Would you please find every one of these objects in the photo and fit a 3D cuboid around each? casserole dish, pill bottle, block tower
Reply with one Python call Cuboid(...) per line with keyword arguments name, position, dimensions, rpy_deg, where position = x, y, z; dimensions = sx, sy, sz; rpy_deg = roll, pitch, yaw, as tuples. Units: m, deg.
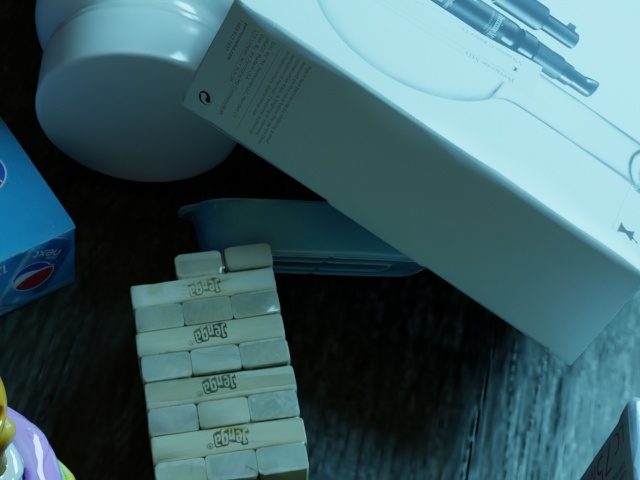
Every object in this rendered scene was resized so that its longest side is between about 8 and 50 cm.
Cuboid(name="casserole dish", position=(0.000, 0.000, 0.918), dimensions=(0.188, 0.114, 0.037), rpy_deg=(3, 81, -9))
Cuboid(name="pill bottle", position=(-0.114, -0.192, 0.992), dimensions=(0.161, 0.161, 0.283), rpy_deg=(7, 55, -5))
Cuboid(name="block tower", position=(-0.045, 0.170, 0.794), dimensions=(0.090, 0.097, 0.336), rpy_deg=(-8, 56, -7))

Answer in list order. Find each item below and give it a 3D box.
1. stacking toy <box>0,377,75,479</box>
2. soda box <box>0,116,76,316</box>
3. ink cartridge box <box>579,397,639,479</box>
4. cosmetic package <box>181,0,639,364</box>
Cuboid(name="stacking toy", position=(-0.173, 0.139, 0.668), dimensions=(0.165, 0.302, 0.175), rpy_deg=(16, 56, 1))
Cuboid(name="soda box", position=(-0.243, -0.052, 0.930), dimensions=(0.071, 0.067, 0.210), rpy_deg=(-27, 64, -25))
Cuboid(name="ink cartridge box", position=(0.296, 0.178, 0.795), dimensions=(0.311, 0.186, 0.065), rpy_deg=(7, 52, -6))
Cuboid(name="cosmetic package", position=(0.120, -0.127, 0.946), dimensions=(0.284, 0.097, 0.377), rpy_deg=(35, 40, 0))
